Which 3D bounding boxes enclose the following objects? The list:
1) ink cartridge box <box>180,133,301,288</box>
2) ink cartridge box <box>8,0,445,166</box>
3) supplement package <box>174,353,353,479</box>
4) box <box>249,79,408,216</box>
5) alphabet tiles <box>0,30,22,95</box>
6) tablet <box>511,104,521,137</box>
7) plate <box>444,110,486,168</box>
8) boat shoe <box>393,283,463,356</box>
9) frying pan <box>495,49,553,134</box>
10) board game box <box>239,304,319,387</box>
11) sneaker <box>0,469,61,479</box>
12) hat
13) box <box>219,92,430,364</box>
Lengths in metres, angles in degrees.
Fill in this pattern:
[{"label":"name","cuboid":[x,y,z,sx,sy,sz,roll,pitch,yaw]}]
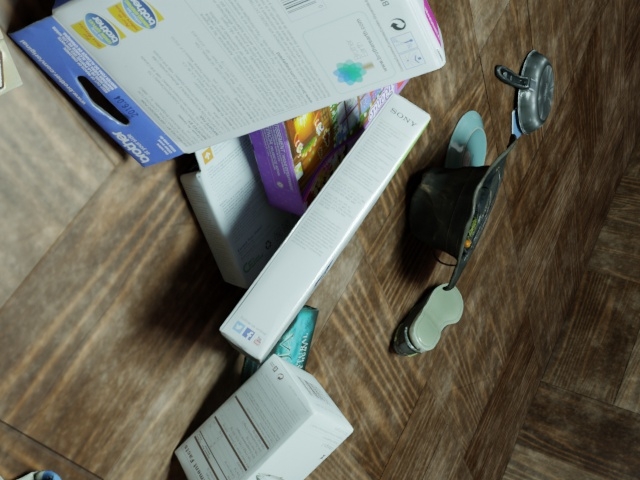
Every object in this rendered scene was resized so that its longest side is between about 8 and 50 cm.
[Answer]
[{"label":"ink cartridge box","cuboid":[-0.070,-0.094,0.830,0.223,0.045,0.224,-49,139,-37]},{"label":"ink cartridge box","cuboid":[-0.076,-0.174,0.572,0.186,0.311,0.065,49,32,-46]},{"label":"supplement package","cuboid":[-0.070,0.250,0.856,0.179,0.105,0.105,-45,141,3]},{"label":"box","cuboid":[0.018,-0.198,0.808,0.293,0.057,0.201,-55,150,-31]},{"label":"alphabet tiles","cuboid":[-0.323,-0.112,0.465,0.237,0.009,0.198,-45,137,-38]},{"label":"tablet","cuboid":[0.461,-0.275,1.617,0.054,0.006,0.083,-44,136,-39]},{"label":"plate","cuboid":[0.303,-0.169,1.401,0.188,0.024,0.188,-31,129,-48]},{"label":"boat shoe","cuboid":[0.214,0.155,1.364,0.081,0.069,0.228,56,38,0]},{"label":"frying pan","cuboid":[0.482,-0.374,1.573,0.326,0.053,0.197,42,62,-55]},{"label":"board game box","cuboid":[-0.064,0.186,0.978,0.126,0.026,0.186,5,99,-58]},{"label":"sneaker","cuboid":[-0.259,0.271,0.672,0.185,0.070,0.084,36,77,-57]},{"label":"hat","cuboid":[0.238,-0.067,1.239,0.331,0.134,0.331,-57,163,-28]},{"label":"box","cuboid":[0.000,0.000,0.819,0.322,0.058,0.232,-53,177,-13]}]
